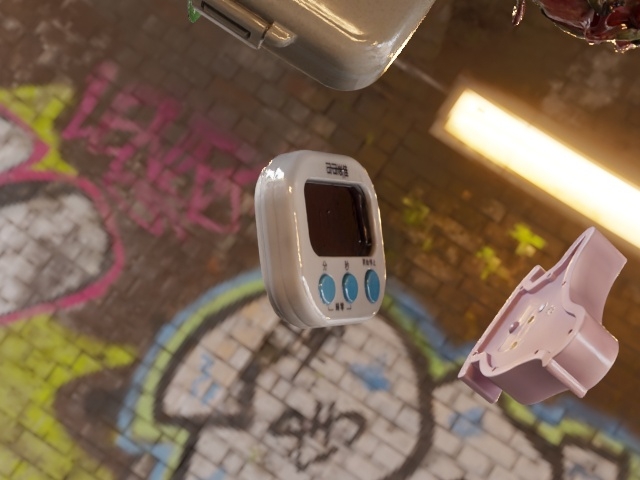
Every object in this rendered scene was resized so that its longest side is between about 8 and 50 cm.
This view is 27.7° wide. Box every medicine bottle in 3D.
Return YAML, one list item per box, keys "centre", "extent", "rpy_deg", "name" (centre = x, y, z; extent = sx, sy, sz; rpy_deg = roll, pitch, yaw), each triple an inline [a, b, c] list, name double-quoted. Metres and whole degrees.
- centre: [-0.039, -0.360, 1.564]
  extent: [0.375, 0.282, 0.123]
  rpy_deg: [34, -25, 1]
  name: "medicine bottle"

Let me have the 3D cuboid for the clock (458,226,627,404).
- centre: [0.365, 0.112, 1.930]
  extent: [0.080, 0.290, 0.275]
  rpy_deg: [40, -18, -14]
  name: "clock"

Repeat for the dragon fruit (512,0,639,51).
- centre: [0.407, -0.348, 1.602]
  extent: [0.263, 0.314, 0.296]
  rpy_deg: [37, 19, -9]
  name: "dragon fruit"

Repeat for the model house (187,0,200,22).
- centre: [-0.212, -0.441, 2.015]
  extent: [0.088, 0.117, 0.167]
  rpy_deg: [17, -49, 25]
  name: "model house"

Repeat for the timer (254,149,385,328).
- centre: [0.000, 0.000, 1.774]
  extent: [0.087, 0.237, 0.262]
  rpy_deg: [-10, -6, 28]
  name: "timer"
